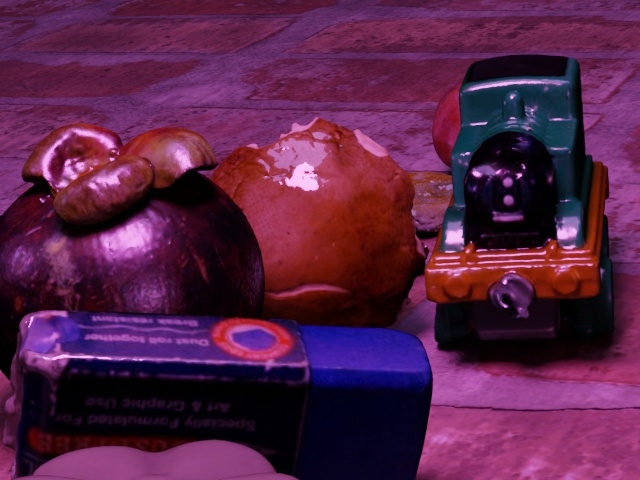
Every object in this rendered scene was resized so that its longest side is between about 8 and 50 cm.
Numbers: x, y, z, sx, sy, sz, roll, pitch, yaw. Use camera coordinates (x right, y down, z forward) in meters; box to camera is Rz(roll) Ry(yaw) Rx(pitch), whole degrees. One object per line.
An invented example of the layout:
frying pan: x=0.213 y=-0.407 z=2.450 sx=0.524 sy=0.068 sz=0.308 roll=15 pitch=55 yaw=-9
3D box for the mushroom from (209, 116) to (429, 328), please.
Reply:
mushroom: x=-0.003 y=0.027 z=1.949 sx=0.233 sy=0.301 sz=0.208 roll=-1 pitch=61 yaw=7

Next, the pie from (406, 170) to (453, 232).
pie: x=0.100 y=-0.043 z=2.277 sx=0.187 sy=0.041 sz=0.187 roll=-5 pitch=18 yaw=2

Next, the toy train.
toy train: x=0.207 y=-0.044 z=1.907 sx=0.178 sy=0.249 sz=0.429 roll=-2 pitch=18 yaw=11

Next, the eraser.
eraser: x=-0.084 y=0.143 z=1.505 sx=0.332 sy=0.155 sz=0.101 roll=3 pitch=26 yaw=-11

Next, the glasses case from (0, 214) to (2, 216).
glasses case: x=-0.295 y=0.031 z=2.030 sx=0.327 sy=0.125 sz=0.076 roll=-6 pitch=9 yaw=-1

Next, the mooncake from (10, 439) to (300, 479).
mooncake: x=-0.120 y=0.233 z=1.347 sx=0.275 sy=0.135 sz=0.275 roll=-1 pitch=16 yaw=0

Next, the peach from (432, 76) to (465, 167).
peach: x=0.225 y=-0.150 z=2.405 sx=0.152 sy=0.152 sz=0.152 roll=-5 pitch=18 yaw=2

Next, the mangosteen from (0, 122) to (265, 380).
mangosteen: x=-0.185 y=0.029 z=1.742 sx=0.288 sy=0.288 sz=0.288 roll=-5 pitch=18 yaw=2
